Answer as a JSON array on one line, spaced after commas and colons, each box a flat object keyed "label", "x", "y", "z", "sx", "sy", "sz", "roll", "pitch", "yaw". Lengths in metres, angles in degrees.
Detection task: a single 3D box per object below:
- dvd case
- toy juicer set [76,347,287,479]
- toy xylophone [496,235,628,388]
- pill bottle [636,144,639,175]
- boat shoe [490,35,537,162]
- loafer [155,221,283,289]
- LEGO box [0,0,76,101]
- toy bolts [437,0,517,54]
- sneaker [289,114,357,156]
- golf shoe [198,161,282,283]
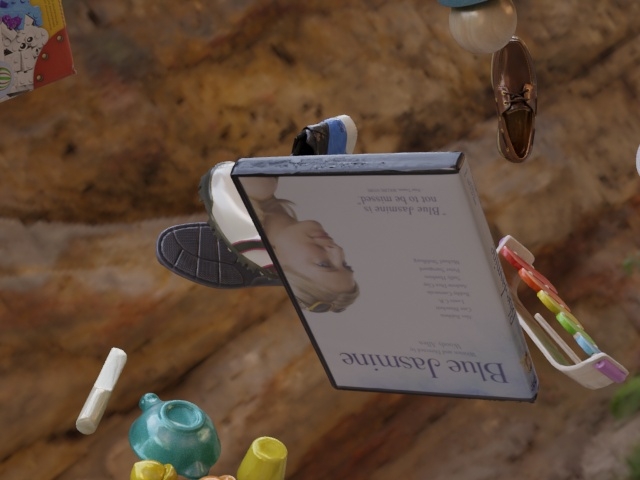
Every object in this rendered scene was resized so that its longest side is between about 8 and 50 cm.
[{"label": "dvd case", "x": 0.054, "y": 0.034, "z": 0.992, "sx": 0.180, "sy": 0.253, "sz": 0.022, "roll": 0, "pitch": 46, "yaw": 26}, {"label": "toy juicer set", "x": -0.224, "y": 0.294, "z": 1.835, "sx": 0.209, "sy": 0.329, "sz": 0.089, "roll": -37, "pitch": -29, "yaw": -54}, {"label": "toy xylophone", "x": 0.410, "y": 0.140, "z": 2.268, "sx": 0.081, "sy": 0.323, "sz": 0.236, "roll": -43, "pitch": -30, "yaw": 11}, {"label": "pill bottle", "x": 0.514, "y": -0.094, "z": 1.740, "sx": 0.193, "sy": 0.108, "sz": 0.108, "roll": 11, "pitch": -28, "yaw": -37}, {"label": "boat shoe", "x": 0.273, "y": -0.194, "z": 1.807, "sx": 0.064, "sy": 0.178, "sz": 0.060, "roll": -5, "pitch": 14, "yaw": -1}, {"label": "loafer", "x": -0.134, "y": 0.037, "z": 2.184, "sx": 0.302, "sy": 0.109, "sz": 0.095, "roll": 6, "pitch": -14, "yaw": -18}, {"label": "LEGO box", "x": -0.497, "y": -0.359, "z": 1.320, "sx": 0.372, "sy": 0.500, "sz": 0.193, "roll": -28, "pitch": 36, "yaw": -30}, {"label": "toy bolts", "x": 0.200, "y": -0.256, "z": 1.126, "sx": 0.228, "sy": 0.158, "sz": 0.218, "roll": -25, "pitch": 26, "yaw": -14}, {"label": "sneaker", "x": -0.004, "y": -0.079, "z": 1.625, "sx": 0.084, "sy": 0.058, "sz": 0.152, "roll": -16, "pitch": -52, "yaw": -34}, {"label": "golf shoe", "x": 0.000, "y": 0.000, "z": 1.280, "sx": 0.105, "sy": 0.273, "sz": 0.120, "roll": -37, "pitch": -16, "yaw": -43}]
